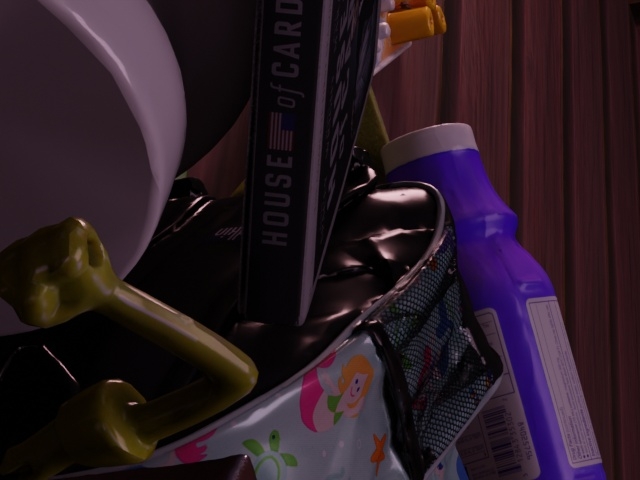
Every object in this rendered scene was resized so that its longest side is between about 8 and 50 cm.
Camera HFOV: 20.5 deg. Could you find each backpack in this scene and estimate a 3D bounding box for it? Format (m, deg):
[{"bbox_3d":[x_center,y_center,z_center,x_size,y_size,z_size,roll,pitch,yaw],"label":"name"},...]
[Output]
[{"bbox_3d":[-0.058,0.090,0.752,0.253,0.225,0.191,-39,118,-58],"label":"backpack"}]

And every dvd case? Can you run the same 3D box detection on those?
[{"bbox_3d":[0.004,-0.103,0.720,0.239,0.029,0.179,-76,172,-58],"label":"dvd case"}]

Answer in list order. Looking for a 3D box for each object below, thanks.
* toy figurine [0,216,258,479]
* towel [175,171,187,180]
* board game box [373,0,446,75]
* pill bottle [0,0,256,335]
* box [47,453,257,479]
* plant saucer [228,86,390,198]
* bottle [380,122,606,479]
[{"bbox_3d":[-0.211,-0.044,0.380,0.362,0.191,0.217,24,27,-32],"label":"toy figurine"},{"bbox_3d":[-0.108,-0.103,1.005,0.113,0.023,0.152,-89,163,-52],"label":"towel"},{"bbox_3d":[0.002,-0.316,1.417,0.390,0.050,0.390,-46,125,-68],"label":"board game box"},{"bbox_3d":[-0.110,-0.143,0.739,0.363,0.210,0.210,-76,150,-51],"label":"pill bottle"},{"bbox_3d":[-0.112,0.191,0.567,0.167,0.203,0.168,-63,139,-62],"label":"box"},{"bbox_3d":[0.000,0.000,1.206,0.188,0.045,0.188,-54,132,-48],"label":"plant saucer"},{"bbox_3d":[0.107,0.063,1.202,0.092,0.118,0.283,-4,74,-44],"label":"bottle"}]
